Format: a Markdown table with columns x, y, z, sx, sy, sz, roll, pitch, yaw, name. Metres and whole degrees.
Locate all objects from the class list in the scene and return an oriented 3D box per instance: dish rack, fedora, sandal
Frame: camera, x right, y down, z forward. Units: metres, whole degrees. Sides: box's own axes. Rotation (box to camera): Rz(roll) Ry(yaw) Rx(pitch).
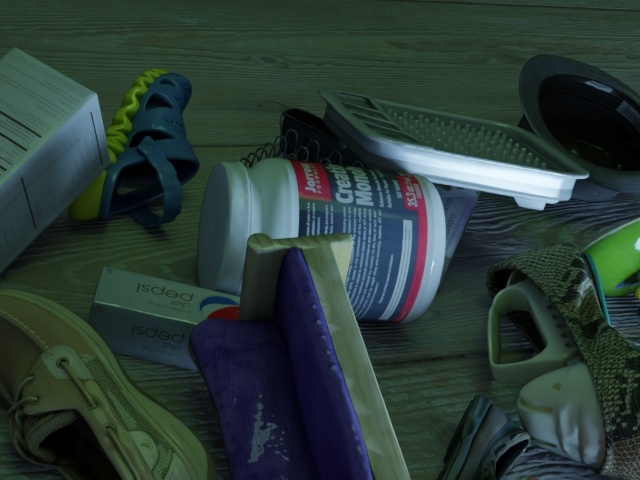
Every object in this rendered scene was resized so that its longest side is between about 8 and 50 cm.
| x | y | z | sx | sy | sz | roll | pitch | yaw | name |
| --- | --- | --- | --- | --- | --- | --- | --- | --- | --- |
| 0.169 | -0.120 | 1.967 | 0.333 | 0.072 | 0.285 | 8 | 16 | -18 | dish rack |
| 0.394 | -0.152 | 2.217 | 0.275 | 0.124 | 0.243 | 13 | 51 | -20 | fedora |
| -0.020 | -0.073 | 1.985 | 0.208 | 0.074 | 0.271 | 27 | 33 | 17 | dish rack |
| -0.223 | -0.114 | 1.921 | 0.138 | 0.126 | 0.317 | 18 | 41 | 1 | sandal |

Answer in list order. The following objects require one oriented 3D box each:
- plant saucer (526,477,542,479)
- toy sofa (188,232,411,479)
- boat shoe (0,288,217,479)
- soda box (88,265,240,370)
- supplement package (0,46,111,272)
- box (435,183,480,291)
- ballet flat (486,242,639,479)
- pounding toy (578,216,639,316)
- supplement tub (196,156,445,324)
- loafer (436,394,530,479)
| x | y | z | sx | sy | sz | roll | pitch | yaw | name |
| --- | --- | --- | --- | --- | --- | --- | --- | --- | --- |
| 0.298 | 0.377 | 1.459 | 0.258 | 0.047 | 0.259 | 22 | 31 | 9 | plant saucer |
| -0.016 | 0.168 | 1.465 | 0.177 | 0.150 | 0.362 | -5 | 47 | -15 | toy sofa |
| -0.257 | 0.168 | 1.458 | 0.341 | 0.121 | 0.110 | 35 | 35 | 25 | boat shoe |
| -0.155 | 0.099 | 1.661 | 0.216 | 0.069 | 0.074 | 13 | 33 | -5 | soda box |
| -0.380 | -0.082 | 1.692 | 0.134 | 0.139 | 0.244 | 30 | 59 | 20 | supplement package |
| 0.178 | -0.038 | 2.029 | 0.063 | 0.067 | 0.324 | 21 | 31 | 6 | box |
| 0.297 | 0.156 | 1.722 | 0.182 | 0.164 | 0.483 | -6 | 29 | -7 | ballet flat |
| 0.456 | 0.035 | 1.934 | 0.183 | 0.237 | 0.110 | 3 | 58 | -48 | pounding toy |
| 0.000 | 0.000 | 1.769 | 0.272 | 0.191 | 0.191 | 6 | 33 | -17 | supplement tub |
| 0.170 | 0.257 | 1.548 | 0.084 | 0.096 | 0.267 | 26 | 31 | 5 | loafer |
